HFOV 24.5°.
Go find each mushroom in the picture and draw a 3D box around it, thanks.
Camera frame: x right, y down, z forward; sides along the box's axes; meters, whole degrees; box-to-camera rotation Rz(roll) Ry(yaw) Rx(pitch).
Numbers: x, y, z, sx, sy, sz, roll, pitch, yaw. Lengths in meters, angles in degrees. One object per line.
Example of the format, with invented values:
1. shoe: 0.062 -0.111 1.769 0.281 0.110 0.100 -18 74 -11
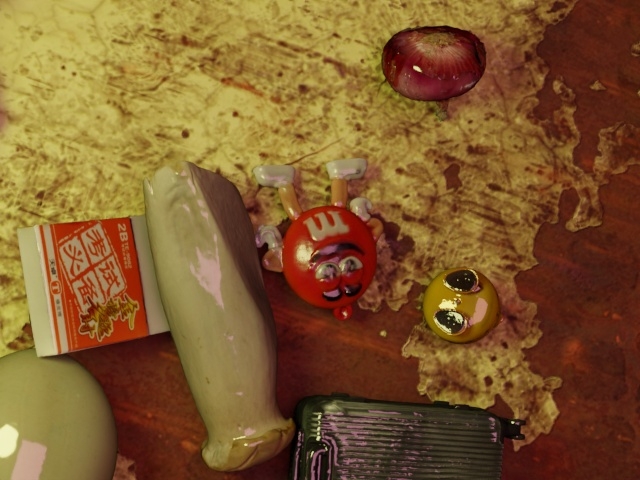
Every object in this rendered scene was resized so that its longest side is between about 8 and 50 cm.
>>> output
1. mushroom: -0.131 0.090 1.895 0.137 0.154 0.408 -11 99 3

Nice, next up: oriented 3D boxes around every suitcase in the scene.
1. suitcase: 0.109 0.310 1.952 0.312 0.128 0.202 5 86 -15

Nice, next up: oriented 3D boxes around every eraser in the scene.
1. eraser: -0.276 0.052 1.834 0.230 0.038 0.157 -8 88 -58

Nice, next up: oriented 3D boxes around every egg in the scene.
1. egg: -0.356 0.263 1.781 0.219 0.219 0.269 21 71 -14

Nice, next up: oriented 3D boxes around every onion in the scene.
1. onion: 0.155 -0.218 2.009 0.150 0.150 0.140 -12 128 -16

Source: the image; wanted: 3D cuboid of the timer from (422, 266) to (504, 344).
1. timer: 0.196 0.091 2.020 0.107 0.109 0.107 -3 78 13

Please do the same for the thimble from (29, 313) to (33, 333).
1. thimble: -0.323 0.084 1.878 0.095 0.066 0.104 15 83 -12

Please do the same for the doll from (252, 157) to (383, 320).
1. doll: 0.000 0.000 1.964 0.183 0.085 0.217 -6 82 -12
